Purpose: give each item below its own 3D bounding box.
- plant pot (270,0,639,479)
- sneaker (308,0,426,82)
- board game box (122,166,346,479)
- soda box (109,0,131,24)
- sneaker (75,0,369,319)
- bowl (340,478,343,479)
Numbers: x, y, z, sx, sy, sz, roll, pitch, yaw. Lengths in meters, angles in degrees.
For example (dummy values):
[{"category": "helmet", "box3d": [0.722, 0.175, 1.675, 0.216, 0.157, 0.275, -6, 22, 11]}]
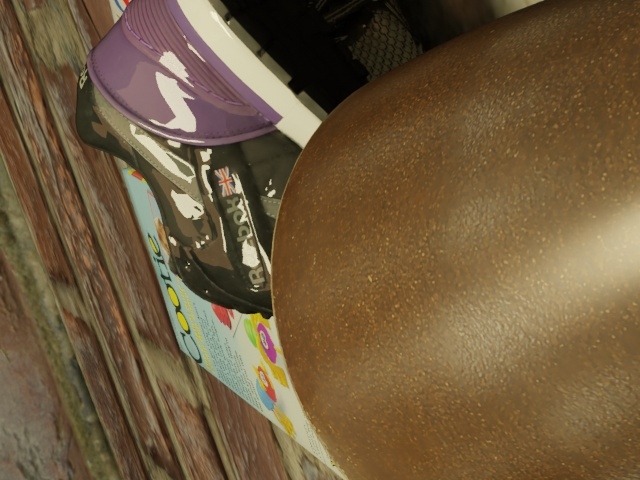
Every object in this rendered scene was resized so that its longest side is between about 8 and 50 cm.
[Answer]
[{"category": "plant pot", "box3d": [0.126, -0.007, 0.485, 0.215, 0.215, 0.230, 65, 150, 6]}, {"category": "sneaker", "box3d": [-0.040, -0.168, 0.816, 0.343, 0.134, 0.146, 57, 158, 28]}, {"category": "board game box", "box3d": [0.003, 0.018, 0.894, 0.275, 0.142, 0.144, 27, 136, 62]}, {"category": "soda box", "box3d": [-0.114, -0.175, 1.096, 0.069, 0.074, 0.216, 44, 151, 49]}, {"category": "sneaker", "box3d": [0.000, 0.000, 0.695, 0.124, 0.107, 0.283, -39, 89, 27]}, {"category": "bowl", "box3d": [0.049, 0.312, 1.083, 0.289, 0.156, 0.289, 53, 156, 37]}]
